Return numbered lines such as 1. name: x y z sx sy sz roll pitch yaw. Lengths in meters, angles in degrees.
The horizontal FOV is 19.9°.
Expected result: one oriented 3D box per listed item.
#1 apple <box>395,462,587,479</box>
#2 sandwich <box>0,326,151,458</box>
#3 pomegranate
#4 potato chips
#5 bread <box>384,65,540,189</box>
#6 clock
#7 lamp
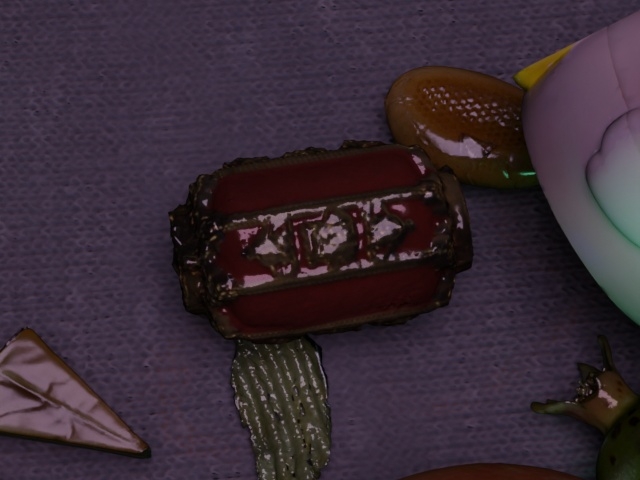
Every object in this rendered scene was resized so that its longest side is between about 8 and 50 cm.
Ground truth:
1. apple: 0.142 0.366 1.480 0.346 0.391 0.391 -13 78 -21
2. sandwich: -0.247 0.175 1.646 0.163 0.079 0.113 44 79 4
3. pomegranate: 0.299 0.192 1.669 0.220 0.156 0.156 23 73 34
4. potato chips: -0.031 0.162 1.692 0.092 0.028 0.208 -12 73 -5
5. bread: 0.150 -0.104 1.749 0.189 0.077 0.114 19 56 1
6. clock: 0.374 -0.043 1.616 0.250 0.368 0.377 -29 87 25
7. lamp: 0.000 0.000 1.661 0.274 0.177 0.177 -8 78 -7
